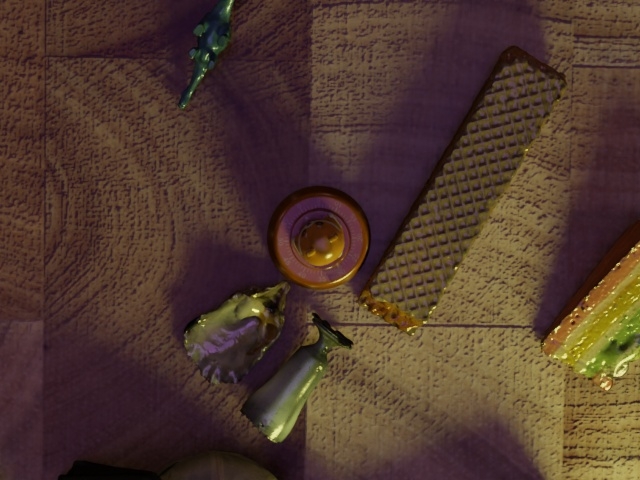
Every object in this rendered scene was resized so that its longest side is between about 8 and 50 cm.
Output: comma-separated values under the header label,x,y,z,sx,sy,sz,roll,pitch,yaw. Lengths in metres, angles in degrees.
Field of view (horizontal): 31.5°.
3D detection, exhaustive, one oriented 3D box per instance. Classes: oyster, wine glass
label,x,y,z,sx,sy,sz,roll,pitch,yaw
oyster,-0.109,0.113,1.421,0.121,0.045,0.146,11,100,-5
wine glass,-0.028,0.172,1.415,0.072,0.072,0.155,37,90,-3

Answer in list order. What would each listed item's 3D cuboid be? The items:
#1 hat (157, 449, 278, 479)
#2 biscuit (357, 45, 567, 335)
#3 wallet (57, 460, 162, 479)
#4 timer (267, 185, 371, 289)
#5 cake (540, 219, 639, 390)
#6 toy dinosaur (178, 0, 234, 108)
label,x,y,z,sx,sy,sz,roll,pitch,yaw
hat,-0.129,0.399,1.383,0.232,0.161,0.275,4,96,2
biscuit,0.176,-0.061,1.416,0.094,0.054,0.379,31,92,-2
wallet,-0.236,0.348,1.342,0.052,0.245,0.169,-13,91,-37
timer,0.000,0.000,1.365,0.132,0.152,0.132,0,93,-2
cake,0.387,0.076,1.437,0.109,0.090,0.225,36,110,-5
toy dinosaur,-0.133,-0.249,1.386,0.045,0.080,0.197,24,104,-8
